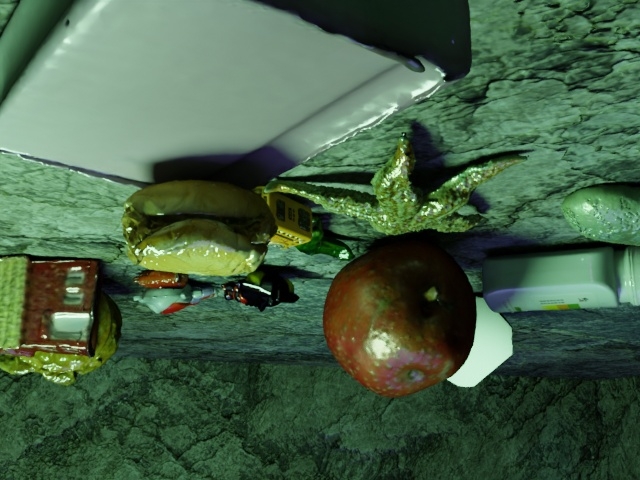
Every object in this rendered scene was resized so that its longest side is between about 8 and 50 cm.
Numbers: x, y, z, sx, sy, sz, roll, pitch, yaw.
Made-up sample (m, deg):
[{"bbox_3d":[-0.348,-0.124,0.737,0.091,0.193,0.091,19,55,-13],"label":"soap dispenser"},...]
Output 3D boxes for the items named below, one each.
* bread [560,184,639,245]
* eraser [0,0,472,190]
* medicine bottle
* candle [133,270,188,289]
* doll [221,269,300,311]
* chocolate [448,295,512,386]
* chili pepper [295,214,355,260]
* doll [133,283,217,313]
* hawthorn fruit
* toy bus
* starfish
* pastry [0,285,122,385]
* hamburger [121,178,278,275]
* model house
[{"bbox_3d":[0.466,-0.034,1.094,0.232,0.064,0.172,-3,162,21],"label":"bread"},{"bbox_3d":[-0.096,-0.147,0.627,0.272,0.122,0.359,13,160,-31],"label":"eraser"},{"bbox_3d":[0.453,0.072,1.394,0.296,0.111,0.161,-7,163,23],"label":"medicine bottle"},{"bbox_3d":[-0.338,0.076,1.605,0.162,0.053,0.048,-5,-151,38],"label":"candle"},{"bbox_3d":[-0.130,0.104,1.620,0.127,0.088,0.249,-15,180,-20],"label":"doll"},{"bbox_3d":[0.364,0.224,1.861,0.224,0.206,0.177,-46,164,22],"label":"chocolate"},{"bbox_3d":[-0.005,0.002,1.283,0.073,0.050,0.182,-13,163,19],"label":"chili pepper"},{"bbox_3d":[-0.321,0.122,1.690,0.102,0.075,0.227,-13,171,37],"label":"doll"},{"bbox_3d":[0.142,0.128,1.322,0.275,0.275,0.299,6,156,-16],"label":"hawthorn fruit"},{"bbox_3d":[-0.080,-0.037,1.111,0.074,0.069,0.162,-9,163,31],"label":"toy bus"},{"bbox_3d":[0.134,-0.050,1.055,0.358,0.078,0.347,12,158,-35],"label":"starfish"},{"bbox_3d":[-0.562,0.197,1.691,0.240,0.235,0.132,12,168,-5],"label":"pastry"},{"bbox_3d":[-0.118,-0.009,0.748,0.147,0.083,0.138,1,171,-9],"label":"hamburger"},{"bbox_3d":[-0.576,0.138,1.549,0.254,0.196,0.160,4,166,-7],"label":"model house"}]
